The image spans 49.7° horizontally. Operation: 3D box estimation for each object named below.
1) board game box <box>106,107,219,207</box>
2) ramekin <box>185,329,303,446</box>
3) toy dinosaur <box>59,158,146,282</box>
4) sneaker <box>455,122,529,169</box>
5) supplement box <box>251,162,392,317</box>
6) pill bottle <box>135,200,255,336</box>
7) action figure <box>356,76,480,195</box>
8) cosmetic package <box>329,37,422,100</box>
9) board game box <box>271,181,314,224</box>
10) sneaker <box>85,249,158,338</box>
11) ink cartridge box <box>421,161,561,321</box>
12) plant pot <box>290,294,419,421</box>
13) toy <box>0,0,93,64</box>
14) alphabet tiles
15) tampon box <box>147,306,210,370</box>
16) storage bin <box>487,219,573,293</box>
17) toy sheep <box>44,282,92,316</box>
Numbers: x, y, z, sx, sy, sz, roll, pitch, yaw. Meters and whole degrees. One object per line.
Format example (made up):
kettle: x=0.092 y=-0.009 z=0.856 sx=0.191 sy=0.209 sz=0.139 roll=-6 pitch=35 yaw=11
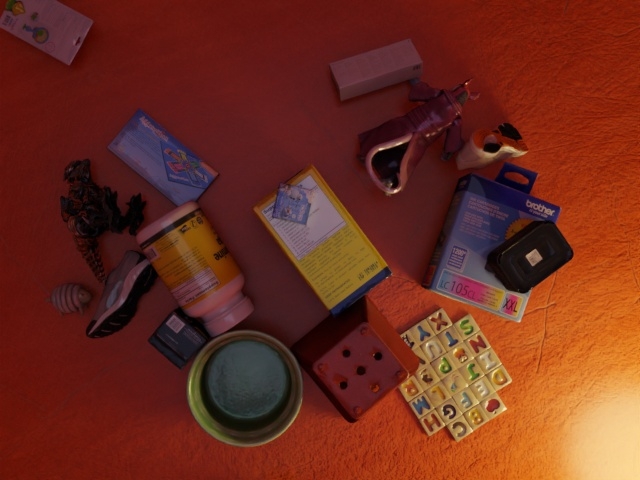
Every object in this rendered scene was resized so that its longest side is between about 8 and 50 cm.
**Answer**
board game box: x=-0.432 y=-0.218 z=1.902 sx=0.281 sy=0.027 sz=0.145 roll=40 pitch=89 yaw=-2
ramekin: x=-0.198 y=0.381 z=1.849 sx=0.303 sy=0.148 sz=0.303 roll=0 pitch=90 yaw=-3
toy dinosaur: x=-0.598 y=-0.060 z=1.854 sx=0.218 sy=0.164 sz=0.322 roll=-11 pitch=105 yaw=20
sneaker: x=0.460 y=-0.247 z=1.888 sx=0.262 sy=0.121 sz=0.099 roll=-9 pitch=67 yaw=-42
supplement box: x=0.000 y=0.000 z=1.839 sx=0.194 sy=0.195 sz=0.356 roll=-36 pitch=92 yaw=-3
pill bottle: x=-0.320 y=0.078 z=1.822 sx=0.188 sy=0.188 sz=0.334 roll=-33 pitch=96 yaw=-3
action figure: x=0.258 y=-0.310 z=1.829 sx=0.370 sy=0.276 sz=0.248 roll=-40 pitch=85 yaw=11
cosmetic package: x=0.152 y=-0.469 z=1.900 sx=0.239 sy=0.060 sz=0.099 roll=-18 pitch=62 yaw=-3
board game box: x=-0.068 y=-0.092 z=1.728 sx=0.090 sy=0.020 sz=0.090 roll=13 pitch=89 yaw=-4
sneaker: x=-0.547 y=0.148 z=1.871 sx=0.108 sy=0.100 sz=0.271 roll=35 pitch=91 yaw=22
ink cartridge box: x=0.470 y=-0.009 z=1.888 sx=0.270 sy=0.151 sz=0.395 roll=20 pitch=87 yaw=-3
plant pot: x=0.099 y=0.320 z=1.815 sx=0.267 sy=0.236 sz=0.267 roll=-40 pitch=90 yaw=-1
toy: x=-0.739 y=-0.583 z=1.876 sx=0.237 sy=0.056 sz=0.137 roll=29 pitch=92 yaw=3
alphabet tiles: x=0.362 y=0.377 z=1.946 sx=0.285 sy=0.011 sz=0.342 roll=-32 pitch=91 yaw=-3
tampon box: x=-0.370 y=0.255 z=1.835 sx=0.120 sy=0.161 sz=0.101 roll=41 pitch=87 yaw=-3
storage bin: x=0.537 y=0.041 z=1.775 sx=0.180 sy=0.084 sz=0.122 roll=-36 pitch=94 yaw=-5
toy sheep: x=-0.678 y=0.157 z=1.860 sx=0.132 sy=0.091 sz=0.091 roll=-8 pitch=90 yaw=2
